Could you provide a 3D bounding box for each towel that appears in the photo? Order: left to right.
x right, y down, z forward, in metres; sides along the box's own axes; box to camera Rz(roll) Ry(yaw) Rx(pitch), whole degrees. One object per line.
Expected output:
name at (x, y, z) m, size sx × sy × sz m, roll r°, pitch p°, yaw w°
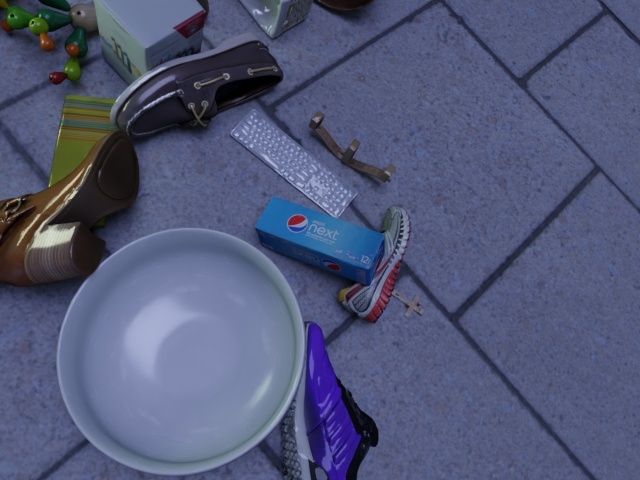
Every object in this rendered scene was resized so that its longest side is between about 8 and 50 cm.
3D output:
towel at (-0.400, -0.138, 0.912) m, size 0.102 × 0.021 × 0.237 m, roll 4°, pitch 72°, yaw -8°

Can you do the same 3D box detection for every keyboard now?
keyboard at (-0.049, -0.145, 1.011) m, size 0.256 × 0.014 × 0.072 m, roll 38°, pitch 67°, yaw 0°

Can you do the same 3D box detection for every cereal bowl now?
cereal bowl at (-0.189, 0.161, 0.785) m, size 0.339 × 0.141 × 0.339 m, roll 1°, pitch 67°, yaw -2°

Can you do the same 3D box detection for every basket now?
basket at (-0.098, -0.513, 1.068) m, size 0.103 × 0.113 × 0.167 m, roll -37°, pitch 85°, yaw -25°

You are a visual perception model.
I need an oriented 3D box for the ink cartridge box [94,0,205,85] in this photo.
ink cartridge box at (-0.292, -0.353, 0.928) m, size 0.127 × 0.176 × 0.128 m, roll 46°, pitch 67°, yaw 0°

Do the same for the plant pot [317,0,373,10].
plant pot at (0.079, -0.639, 1.124) m, size 0.215 × 0.215 × 0.230 m, roll 30°, pitch 53°, yaw -4°

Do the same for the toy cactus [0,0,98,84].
toy cactus at (-0.454, -0.377, 0.943) m, size 0.180 × 0.112 × 0.219 m, roll -30°, pitch 83°, yaw -44°

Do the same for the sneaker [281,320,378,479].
sneaker at (0.017, 0.276, 0.849) m, size 0.146 × 0.102 × 0.293 m, roll 2°, pitch 76°, yaw -19°

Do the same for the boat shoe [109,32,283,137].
boat shoe at (-0.210, -0.263, 0.955) m, size 0.324 × 0.116 × 0.097 m, roll -36°, pitch 81°, yaw -28°

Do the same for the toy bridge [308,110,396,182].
toy bridge at (0.058, -0.168, 1.020) m, size 0.188 × 0.063 × 0.026 m, roll 37°, pitch 67°, yaw 1°

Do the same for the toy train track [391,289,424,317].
toy train track at (0.155, 0.108, 0.981) m, size 0.083 × 0.014 × 0.048 m, roll 35°, pitch 67°, yaw -1°

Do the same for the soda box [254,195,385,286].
soda box at (0.000, 0.000, 0.906) m, size 0.210 × 0.067 × 0.071 m, roll 20°, pitch 65°, yaw 17°

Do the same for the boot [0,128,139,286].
boot at (-0.413, -0.052, 0.827) m, size 0.220 × 0.109 × 0.283 m, roll -5°, pitch 58°, yaw 16°

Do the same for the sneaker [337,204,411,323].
sneaker at (0.098, 0.028, 0.954) m, size 0.092 × 0.088 × 0.225 m, roll 22°, pitch 64°, yaw 2°

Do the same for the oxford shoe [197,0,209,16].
oxford shoe at (-0.268, -0.527, 1.055) m, size 0.212 × 0.076 × 0.076 m, roll 63°, pitch 29°, yaw -1°
